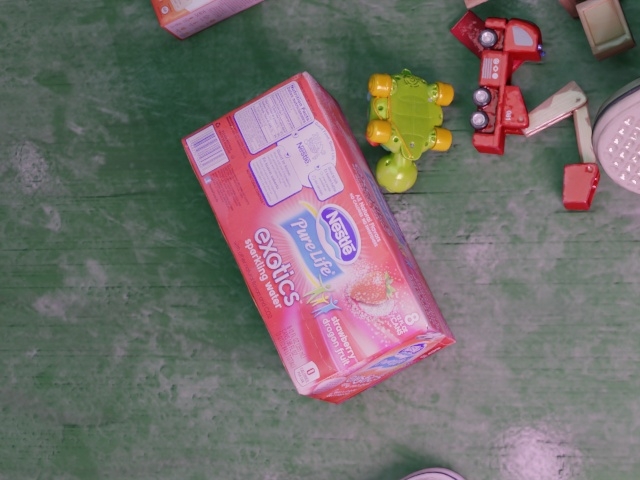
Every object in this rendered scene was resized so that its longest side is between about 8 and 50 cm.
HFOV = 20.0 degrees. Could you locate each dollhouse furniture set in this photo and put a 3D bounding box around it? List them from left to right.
[{"bbox_3d":[0.224,-0.246,1.862,0.161,0.101,0.182,-21,75,16],"label":"dollhouse furniture set"}]

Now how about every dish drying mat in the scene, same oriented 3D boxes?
[{"bbox_3d":[0.176,-0.206,1.916,0.083,0.008,0.032,44,96,19],"label":"dish drying mat"}]

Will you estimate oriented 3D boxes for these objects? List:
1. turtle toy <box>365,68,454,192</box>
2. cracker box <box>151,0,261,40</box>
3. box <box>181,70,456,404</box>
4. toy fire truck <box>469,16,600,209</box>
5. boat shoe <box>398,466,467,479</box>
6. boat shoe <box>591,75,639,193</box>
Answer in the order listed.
[{"bbox_3d":[0.084,-0.115,1.893,0.095,0.066,0.130,7,79,-21],"label":"turtle toy"},{"bbox_3d":[-0.091,-0.342,1.989,0.232,0.067,0.156,-25,75,11],"label":"cracker box"},{"bbox_3d":[0.000,0.000,1.862,0.154,0.142,0.300,-29,74,10],"label":"box"},{"bbox_3d":[0.224,-0.132,1.862,0.135,0.047,0.192,5,83,14],"label":"toy fire truck"},{"bbox_3d":[0.014,0.371,1.786,0.136,0.156,0.367,44,95,18],"label":"boat shoe"},{"bbox_3d":[0.489,-0.188,1.729,0.500,0.187,0.156,-25,38,5],"label":"boat shoe"}]
